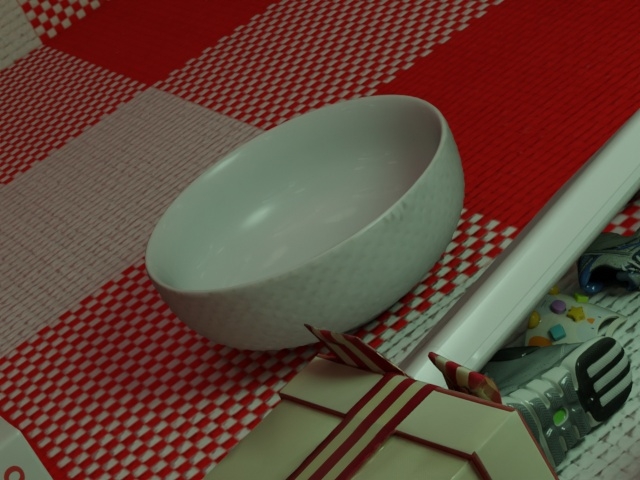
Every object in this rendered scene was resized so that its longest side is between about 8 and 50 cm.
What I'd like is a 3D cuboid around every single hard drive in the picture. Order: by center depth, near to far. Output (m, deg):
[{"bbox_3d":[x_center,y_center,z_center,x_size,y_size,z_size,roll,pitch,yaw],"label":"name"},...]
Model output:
[{"bbox_3d":[0.159,0.041,1.463,0.353,0.047,0.233,-46,-3,-26],"label":"hard drive"}]

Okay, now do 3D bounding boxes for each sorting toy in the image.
[{"bbox_3d":[0.230,0.076,1.525,0.075,0.045,0.083,13,45,27],"label":"sorting toy"}]

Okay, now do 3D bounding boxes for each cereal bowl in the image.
[{"bbox_3d":[0.000,0.000,1.758,0.339,0.141,0.339,-23,26,12],"label":"cereal bowl"}]

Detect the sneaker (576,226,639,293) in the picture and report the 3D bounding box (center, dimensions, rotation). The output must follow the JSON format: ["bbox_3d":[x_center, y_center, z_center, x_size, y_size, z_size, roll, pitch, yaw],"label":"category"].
[{"bbox_3d":[0.292,0.019,1.555,0.135,0.052,0.058,-19,36,34],"label":"sneaker"}]

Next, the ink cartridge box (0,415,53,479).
[{"bbox_3d":[-0.336,0.305,1.454,0.289,0.211,0.121,-39,27,-20],"label":"ink cartridge box"}]

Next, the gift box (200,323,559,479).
[{"bbox_3d":[0.036,0.225,1.193,0.258,0.255,0.276,-42,33,-22],"label":"gift box"}]

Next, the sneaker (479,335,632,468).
[{"bbox_3d":[0.142,0.151,1.421,0.228,0.086,0.132,-28,16,-32],"label":"sneaker"}]

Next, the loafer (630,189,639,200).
[{"bbox_3d":[0.290,-0.047,1.683,0.125,0.045,0.039,-29,42,15],"label":"loafer"}]
